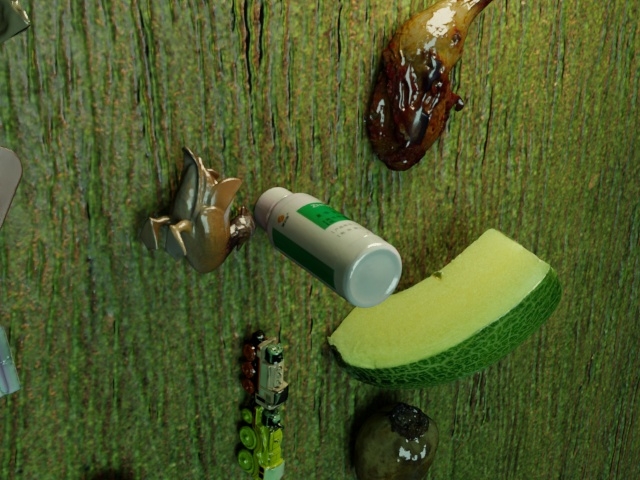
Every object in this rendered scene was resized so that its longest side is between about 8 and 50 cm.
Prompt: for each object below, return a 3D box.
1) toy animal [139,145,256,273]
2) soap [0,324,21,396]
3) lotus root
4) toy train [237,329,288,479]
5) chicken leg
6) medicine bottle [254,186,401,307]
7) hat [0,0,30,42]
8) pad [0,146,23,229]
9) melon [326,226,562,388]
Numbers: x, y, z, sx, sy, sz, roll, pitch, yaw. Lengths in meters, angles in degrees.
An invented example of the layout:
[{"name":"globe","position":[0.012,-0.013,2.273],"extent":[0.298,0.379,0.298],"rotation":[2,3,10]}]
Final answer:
[{"name":"toy animal","position":[-0.149,-0.044,1.274],"extent":[0.179,0.089,0.188],"rotation":[-22,124,-45]},{"name":"soap","position":[-0.441,0.136,1.165],"extent":[0.100,0.056,0.149],"rotation":[-24,127,-28]},{"name":"lotus root","position":[0.122,0.371,1.626],"extent":[0.138,0.138,0.214],"rotation":[1,123,-35]},{"name":"toy train","position":[-0.087,0.257,1.454],"extent":[0.053,0.085,0.250],"rotation":[-21,123,-45]},{"name":"chicken leg","position":[0.169,-0.253,1.395],"extent":[0.177,0.083,0.322],"rotation":[-5,116,-42]},{"name":"medicine bottle","position":[0.000,0.000,1.274],"extent":[0.095,0.260,0.095],"rotation":[-16,120,-30]},{"name":"hat","position":[-0.382,-0.290,1.010],"extent":[0.147,0.085,0.175],"rotation":[13,81,-27]},{"name":"pad","position":[-0.475,-0.004,1.114],"extent":[0.181,0.004,0.267],"rotation":[17,102,-38]},{"name":"melon","position":[0.198,0.135,1.540],"extent":[0.343,0.331,0.226],"rotation":[-41,92,-2]}]
